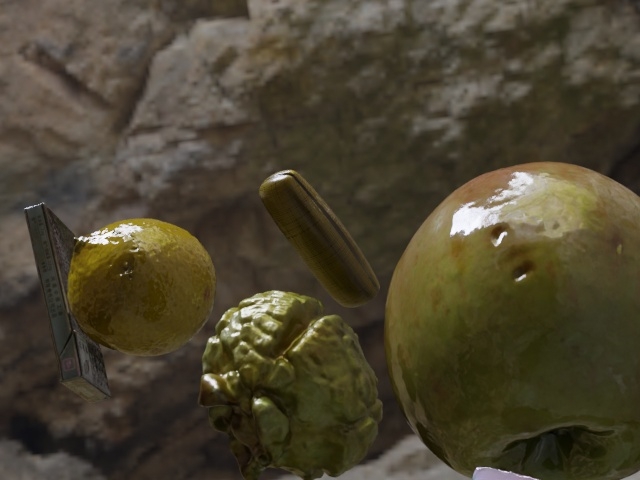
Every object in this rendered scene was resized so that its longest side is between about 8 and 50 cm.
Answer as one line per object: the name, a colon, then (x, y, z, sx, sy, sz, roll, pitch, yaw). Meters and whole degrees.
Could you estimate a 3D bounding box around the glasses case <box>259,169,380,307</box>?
glasses case: (0.000, 0.000, 2.065, 0.234, 0.079, 0.064, 53, -135, -18)

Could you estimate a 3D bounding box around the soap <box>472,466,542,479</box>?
soap: (0.197, 0.274, 1.316, 0.056, 0.100, 0.149, -59, -41, -26)

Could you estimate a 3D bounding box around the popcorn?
popcorn: (-0.044, 0.200, 1.978, 0.270, 0.224, 0.258, 22, -133, -30)

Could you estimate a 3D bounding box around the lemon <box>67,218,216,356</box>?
lemon: (-0.285, 0.075, 2.367, 0.253, 0.228, 0.229, 2, -101, -36)

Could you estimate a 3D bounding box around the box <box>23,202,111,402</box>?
box: (-0.443, 0.112, 2.529, 0.180, 0.047, 0.325, 67, -174, -70)

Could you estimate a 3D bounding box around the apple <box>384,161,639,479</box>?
apple: (0.231, 0.099, 1.463, 0.305, 0.338, 0.339, -92, -12, -49)
